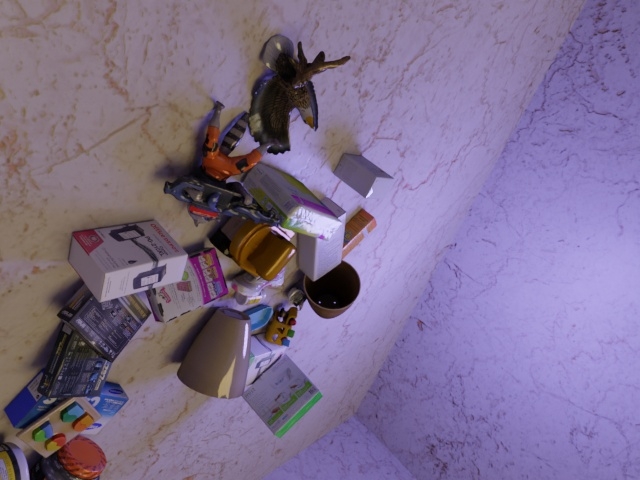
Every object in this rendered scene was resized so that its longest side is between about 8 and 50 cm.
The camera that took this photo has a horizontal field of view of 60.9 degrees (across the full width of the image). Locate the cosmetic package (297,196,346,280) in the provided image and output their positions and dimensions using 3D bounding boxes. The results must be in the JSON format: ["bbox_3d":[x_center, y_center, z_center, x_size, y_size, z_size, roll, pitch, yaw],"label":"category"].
[{"bbox_3d":[0.000,0.000,2.124,0.160,0.113,0.309,-33,148,-28],"label":"cosmetic package"}]

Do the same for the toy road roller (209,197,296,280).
[{"bbox_3d":[-0.177,0.030,1.767,0.202,0.240,0.329,-49,152,0],"label":"toy road roller"}]

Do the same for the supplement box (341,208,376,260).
[{"bbox_3d":[0.132,-0.023,2.323,0.233,0.078,0.080,-45,152,-9],"label":"supplement box"}]

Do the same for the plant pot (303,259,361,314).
[{"bbox_3d":[0.041,0.237,2.333,0.237,0.237,0.254,-37,158,-22],"label":"plant pot"}]

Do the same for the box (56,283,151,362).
[{"bbox_3d":[-0.588,0.203,1.503,0.183,0.056,0.231,-58,150,-29],"label":"box"}]

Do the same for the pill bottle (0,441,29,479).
[{"bbox_3d":[-0.992,0.682,1.464,0.334,0.188,0.188,1,125,-56],"label":"pill bottle"}]

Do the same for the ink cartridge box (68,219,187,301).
[{"bbox_3d":[-0.493,0.046,1.407,0.237,0.172,0.100,-14,137,-47],"label":"ink cartridge box"}]

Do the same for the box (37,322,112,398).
[{"bbox_3d":[-0.672,0.328,1.548,0.183,0.059,0.233,26,84,-61],"label":"box"}]

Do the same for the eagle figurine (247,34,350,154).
[{"bbox_3d":[-0.073,-0.391,1.506,0.226,0.225,0.298,10,162,-15],"label":"eagle figurine"}]

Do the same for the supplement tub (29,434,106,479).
[{"bbox_3d":[-0.876,0.822,1.784,0.338,0.207,0.207,-50,152,1],"label":"supplement tub"}]

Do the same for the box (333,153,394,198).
[{"bbox_3d":[0.159,-0.235,1.997,0.130,0.170,0.091,-4,128,-53],"label":"box"}]

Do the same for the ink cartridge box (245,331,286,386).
[{"bbox_3d":[-0.300,0.515,2.326,0.272,0.115,0.198,-4,129,-54],"label":"ink cartridge box"}]

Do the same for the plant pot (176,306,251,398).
[{"bbox_3d":[-0.359,0.395,1.995,0.256,0.256,0.274,11,100,-59],"label":"plant pot"}]

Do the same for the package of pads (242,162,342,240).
[{"bbox_3d":[-0.087,-0.120,1.726,0.101,0.229,0.296,-50,153,12],"label":"package of pads"}]

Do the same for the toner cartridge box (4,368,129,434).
[{"bbox_3d":[-0.770,0.506,1.685,0.165,0.075,0.348,-46,152,-3],"label":"toner cartridge box"}]

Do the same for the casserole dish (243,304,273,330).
[{"bbox_3d":[-0.273,0.318,2.207,0.188,0.037,0.114,-17,139,-44],"label":"casserole dish"}]

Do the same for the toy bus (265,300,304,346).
[{"bbox_3d":[-0.167,0.348,2.327,0.191,0.104,0.202,138,-29,-67],"label":"toy bus"}]

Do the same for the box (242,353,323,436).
[{"bbox_3d":[-0.164,0.667,2.345,0.262,0.231,0.127,-42,155,-14],"label":"box"}]

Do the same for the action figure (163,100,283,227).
[{"bbox_3d":[-0.244,-0.171,1.500,0.341,0.178,0.330,26,111,-34],"label":"action figure"}]

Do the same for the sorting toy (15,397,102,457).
[{"bbox_3d":[-0.770,0.557,1.625,0.193,0.038,0.208,-36,149,-22],"label":"sorting toy"}]

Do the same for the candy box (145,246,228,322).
[{"bbox_3d":[-0.411,0.131,1.657,0.233,0.071,0.159,-24,103,-40],"label":"candy box"}]

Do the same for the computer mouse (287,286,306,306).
[{"bbox_3d":[-0.099,0.233,2.351,0.106,0.042,0.193,-45,158,1],"label":"computer mouse"}]

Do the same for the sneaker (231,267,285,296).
[{"bbox_3d":[-0.223,0.121,1.982,0.252,0.103,0.111,-22,139,-51],"label":"sneaker"}]

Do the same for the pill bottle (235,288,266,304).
[{"bbox_3d":[-0.261,0.208,2.057,0.116,0.065,0.065,-2,127,-55],"label":"pill bottle"}]
